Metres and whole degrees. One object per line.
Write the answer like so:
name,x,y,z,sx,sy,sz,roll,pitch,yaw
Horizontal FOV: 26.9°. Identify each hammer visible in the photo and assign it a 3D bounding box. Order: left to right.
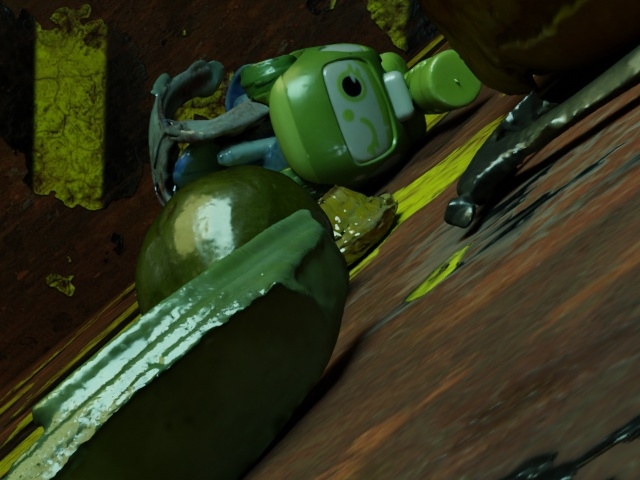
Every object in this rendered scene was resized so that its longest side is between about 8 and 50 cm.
hammer,0.185,-0.101,0.695,0.297,0.027,0.125,-36,12,37

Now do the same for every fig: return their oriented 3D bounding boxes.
fig,-0.057,0.022,0.822,0.133,0.126,0.185,-26,4,7

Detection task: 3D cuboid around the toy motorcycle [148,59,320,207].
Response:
toy motorcycle,-0.066,-0.137,1.520,0.182,0.241,0.319,-44,1,32

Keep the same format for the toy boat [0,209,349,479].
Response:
toy boat,-0.077,0.088,0.623,0.293,0.093,0.055,-43,25,-28

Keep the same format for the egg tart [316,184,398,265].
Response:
egg tart,0.000,0.000,0.982,0.129,0.049,0.129,-40,4,4

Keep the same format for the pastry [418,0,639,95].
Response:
pastry,0.214,-0.239,0.927,0.356,0.163,0.356,-35,3,2

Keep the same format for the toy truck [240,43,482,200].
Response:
toy truck,0.040,-0.124,1.276,0.211,0.148,0.187,-20,2,-2
